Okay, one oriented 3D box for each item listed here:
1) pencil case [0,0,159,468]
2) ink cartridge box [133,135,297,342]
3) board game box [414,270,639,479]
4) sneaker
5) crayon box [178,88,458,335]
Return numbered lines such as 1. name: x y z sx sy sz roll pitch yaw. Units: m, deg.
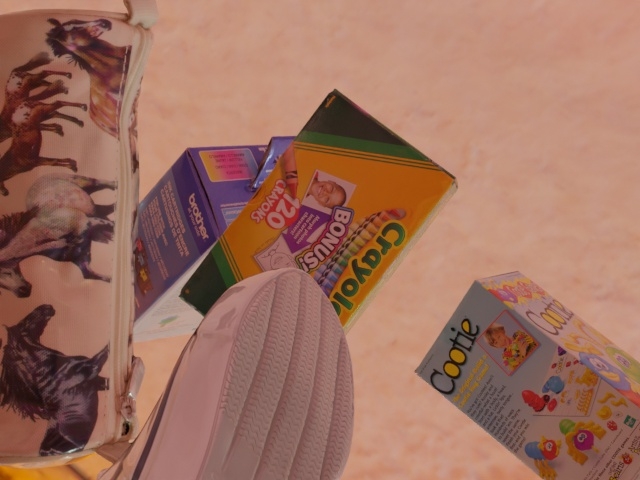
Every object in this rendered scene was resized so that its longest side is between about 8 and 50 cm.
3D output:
1. pencil case: -0.226 -0.008 1.033 0.183 0.410 0.160 1 177 13
2. ink cartridge box: -0.116 -0.010 1.674 0.395 0.270 0.151 -39 65 46
3. board game box: 0.275 0.175 1.379 0.275 0.142 0.144 39 112 22
4. sneaker: -0.058 0.101 0.479 0.091 0.258 0.094 -19 114 28
5. crayon box: 0.000 0.000 1.278 0.165 0.278 0.081 37 -178 9
